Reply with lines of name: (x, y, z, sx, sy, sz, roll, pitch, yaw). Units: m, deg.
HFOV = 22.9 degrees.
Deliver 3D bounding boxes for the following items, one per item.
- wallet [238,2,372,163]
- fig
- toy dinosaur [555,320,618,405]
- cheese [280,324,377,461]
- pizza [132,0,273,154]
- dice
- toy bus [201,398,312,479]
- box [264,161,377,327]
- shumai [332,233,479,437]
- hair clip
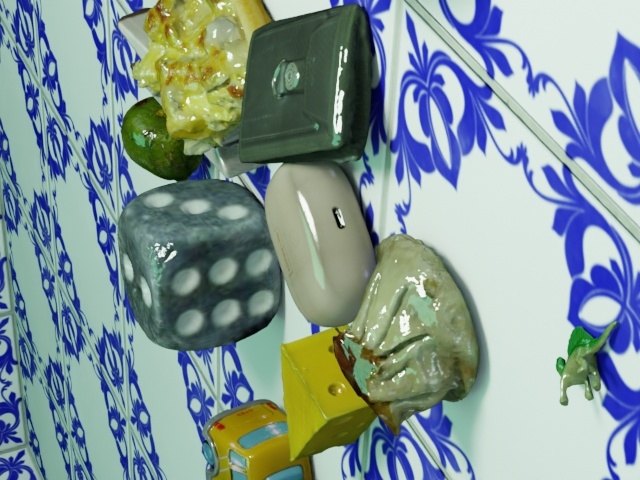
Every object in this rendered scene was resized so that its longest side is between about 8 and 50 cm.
wallet: (-0.027, -0.166, 1.736, 0.245, 0.052, 0.168, 1, 88, 58)
fig: (-0.220, -0.133, 2.249, 0.156, 0.123, 0.123, 92, 155, -51)
toy dinosaur: (0.226, 0.097, 1.361, 0.119, 0.029, 0.060, 106, 162, -49)
cheese: (0.012, 0.207, 1.893, 0.126, 0.093, 0.171, 57, 153, 36)
pizza: (-0.156, -0.234, 1.967, 0.223, 0.089, 0.323, -56, 46, 26)
dice: (-0.164, 0.031, 2.116, 0.183, 0.182, 0.181, -133, 34, -55)
toy bus: (-0.076, 0.338, 2.176, 0.136, 0.126, 0.209, 25, 126, 54)
box: (0.000, 0.000, 1.797, 0.146, 0.088, 0.200, 126, 129, -65)
shumai: (0.073, 0.098, 1.627, 0.201, 0.120, 0.201, 163, 90, -71)
hair clip: (-0.170, -0.204, 2.123, 0.331, 0.085, 0.101, 44, 145, 45)
